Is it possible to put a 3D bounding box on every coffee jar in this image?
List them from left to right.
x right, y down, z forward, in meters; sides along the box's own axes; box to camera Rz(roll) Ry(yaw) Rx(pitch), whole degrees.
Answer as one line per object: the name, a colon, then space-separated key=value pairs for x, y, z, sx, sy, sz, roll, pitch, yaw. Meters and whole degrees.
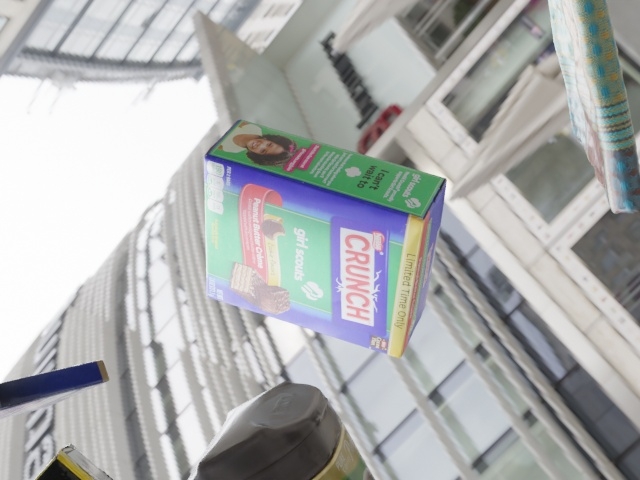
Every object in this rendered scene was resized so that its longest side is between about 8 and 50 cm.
coffee jar: x=0.007 y=0.166 z=0.500 sx=0.184 sy=0.079 sz=0.096 roll=59 pitch=-170 yaw=-4

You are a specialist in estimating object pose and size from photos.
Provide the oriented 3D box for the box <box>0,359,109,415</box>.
box: x=-0.398 y=0.205 z=1.248 sx=0.225 sy=0.136 sz=0.036 roll=-9 pitch=-103 yaw=-60

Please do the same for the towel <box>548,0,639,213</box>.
towel: x=0.197 y=-0.228 z=0.796 sx=0.271 sy=0.040 sz=0.370 roll=-63 pitch=-42 yaw=-70

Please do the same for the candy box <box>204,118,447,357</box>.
candy box: x=0.000 y=0.000 z=1.386 sx=0.317 sy=0.268 sz=0.122 roll=16 pitch=-139 yaw=13

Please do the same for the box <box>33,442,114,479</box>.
box: x=-0.276 y=0.417 z=1.004 sx=0.257 sy=0.322 sz=0.079 roll=42 pitch=176 yaw=-1
